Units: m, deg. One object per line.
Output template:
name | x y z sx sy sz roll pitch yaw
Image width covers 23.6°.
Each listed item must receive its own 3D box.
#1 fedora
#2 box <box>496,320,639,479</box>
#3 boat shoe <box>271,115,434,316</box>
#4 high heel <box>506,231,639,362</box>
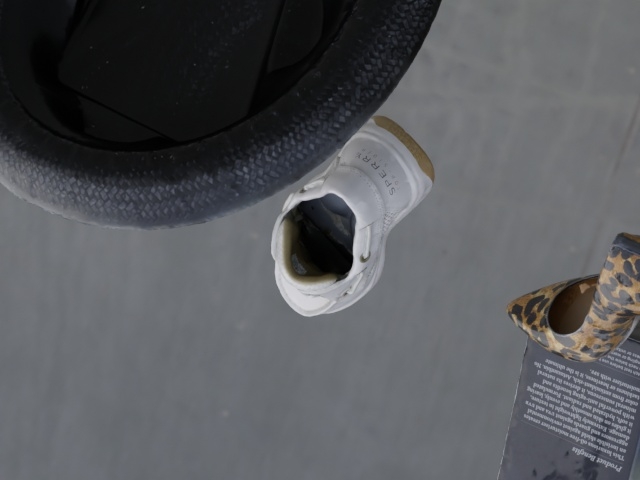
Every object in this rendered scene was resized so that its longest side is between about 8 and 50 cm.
fedora | -0.061 -0.131 0.949 0.334 0.334 0.152 16 159 21
box | 0.377 0.214 1.905 0.183 0.294 0.296 22 -159 32
boat shoe | 0.000 0.000 1.237 0.098 0.096 0.277 44 151 9
high heel | 0.248 0.039 1.458 0.261 0.093 0.186 3 150 46
